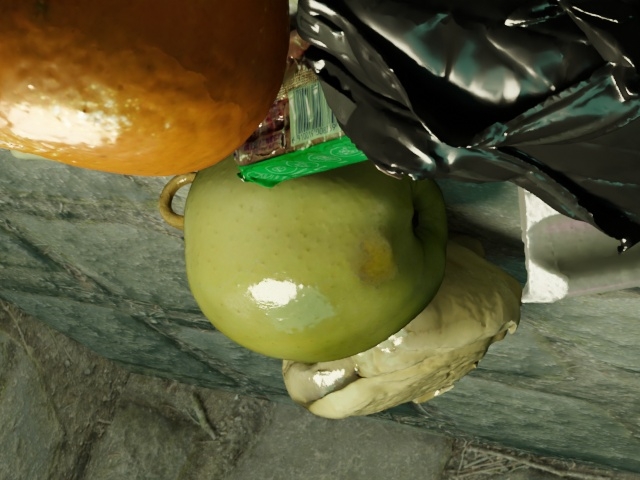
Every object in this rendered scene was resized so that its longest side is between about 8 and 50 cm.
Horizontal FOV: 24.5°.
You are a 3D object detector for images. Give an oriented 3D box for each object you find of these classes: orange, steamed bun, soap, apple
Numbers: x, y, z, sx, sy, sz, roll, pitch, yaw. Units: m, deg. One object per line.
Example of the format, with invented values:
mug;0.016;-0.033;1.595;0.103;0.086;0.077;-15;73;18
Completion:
orange;-0.236;-0.239;1.500;0.424;0.326;0.424;12;-179;0
steamed bun;0.121;0.121;2.263;0.325;0.230;0.372;-8;156;-44
soap;-0.005;-0.161;1.718;0.098;0.217;0.273;11;167;-34
soap;0.364;-0.065;1.674;0.302;0.258;0.159;-8;114;8
apple;0.000;0.000;1.982;0.357;0.357;0.357;18;164;5

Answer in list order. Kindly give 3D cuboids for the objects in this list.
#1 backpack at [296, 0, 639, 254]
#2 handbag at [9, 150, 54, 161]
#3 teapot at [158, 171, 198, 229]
backpack;0.195;-0.162;1.411;0.446;0.254;0.363;16;158;20
handbag;-0.277;-0.141;2.132;0.315;0.109;0.241;17;-161;15
teapot;-0.116;-0.036;2.266;0.311;0.167;0.203;9;157;21
